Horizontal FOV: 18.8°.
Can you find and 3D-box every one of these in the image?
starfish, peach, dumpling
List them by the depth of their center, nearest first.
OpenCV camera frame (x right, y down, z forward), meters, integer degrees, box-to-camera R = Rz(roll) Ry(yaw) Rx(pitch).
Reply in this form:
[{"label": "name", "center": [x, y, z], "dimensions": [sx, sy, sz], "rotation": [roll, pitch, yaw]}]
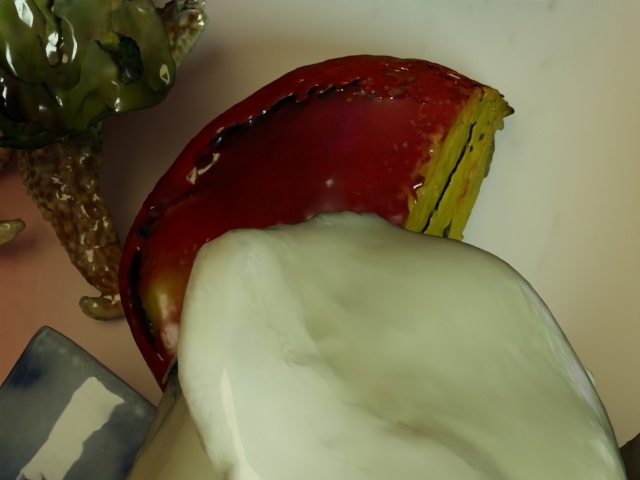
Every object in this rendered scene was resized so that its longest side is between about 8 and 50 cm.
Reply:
[{"label": "dumpling", "center": [0.041, 0.128, 0.571], "dimensions": [0.187, 0.318, 0.243], "rotation": [-35, 58, -24]}, {"label": "peach", "center": [-0.002, -0.001, 0.714], "dimensions": [0.172, 0.092, 0.127], "rotation": [-47, 60, 6]}, {"label": "starfish", "center": [-0.104, -0.067, 0.810], "dimensions": [0.150, 0.053, 0.209], "rotation": [-24, 71, 28]}]

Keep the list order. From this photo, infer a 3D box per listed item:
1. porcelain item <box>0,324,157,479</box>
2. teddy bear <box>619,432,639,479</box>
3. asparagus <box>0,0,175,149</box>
[{"label": "porcelain item", "center": [-0.149, 0.157, 0.707], "dimensions": [0.141, 0.141, 0.259], "rotation": [32, 80, 27]}, {"label": "teddy bear", "center": [0.203, 0.075, 0.547], "dimensions": [0.236, 0.151, 0.267], "rotation": [55, 138, 29]}, {"label": "asparagus", "center": [-0.219, -0.112, 0.802], "dimensions": [0.382, 0.108, 0.128], "rotation": [8, 122, 40]}]
